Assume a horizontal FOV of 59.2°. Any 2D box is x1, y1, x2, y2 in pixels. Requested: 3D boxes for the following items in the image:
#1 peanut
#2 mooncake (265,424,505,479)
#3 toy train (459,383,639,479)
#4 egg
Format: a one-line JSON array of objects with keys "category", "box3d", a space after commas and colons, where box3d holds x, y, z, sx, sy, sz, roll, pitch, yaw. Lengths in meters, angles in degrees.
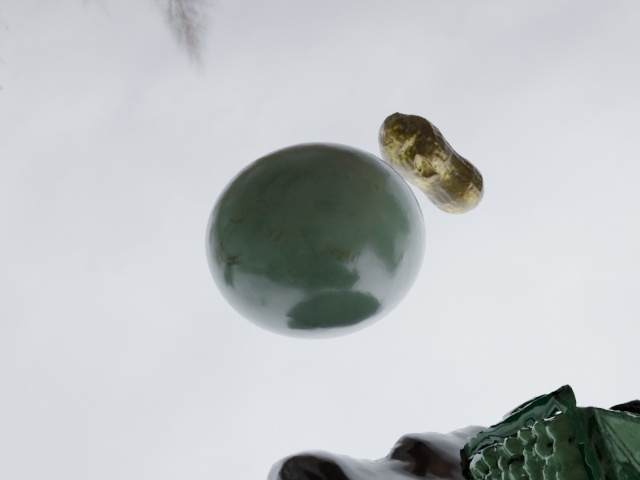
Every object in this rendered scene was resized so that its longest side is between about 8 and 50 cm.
[{"category": "peanut", "box3d": [0.160, -0.109, 0.814, 0.087, 0.207, 0.087, -35, -143, 31]}, {"category": "mooncake", "box3d": [0.131, 0.322, 0.482, 0.382, 0.212, 0.351, 10, -176, -18]}, {"category": "toy train", "box3d": [0.171, 0.212, 0.280, 0.155, 0.115, 0.269, 13, -131, -21]}, {"category": "egg", "box3d": [0.000, 0.000, 0.484, 0.168, 0.167, 0.231, 9, -172, 27]}]
